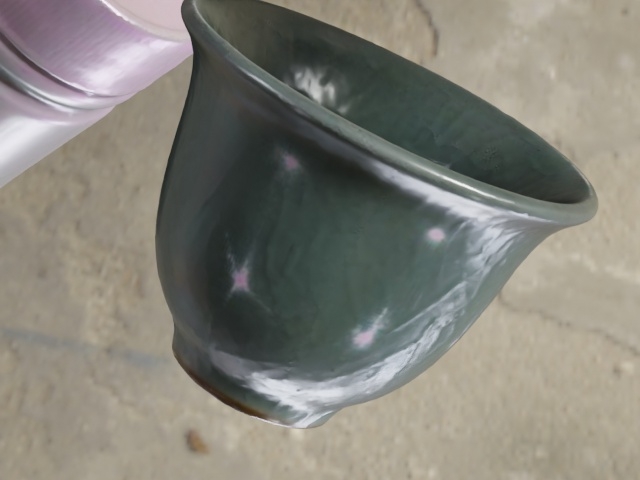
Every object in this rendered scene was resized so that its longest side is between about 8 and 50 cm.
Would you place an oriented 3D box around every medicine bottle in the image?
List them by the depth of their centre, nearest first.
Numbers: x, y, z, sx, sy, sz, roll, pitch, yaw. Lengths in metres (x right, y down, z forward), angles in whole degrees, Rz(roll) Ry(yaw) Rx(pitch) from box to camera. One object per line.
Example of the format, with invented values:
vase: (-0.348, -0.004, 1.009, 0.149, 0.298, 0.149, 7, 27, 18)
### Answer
medicine bottle: (-0.238, -0.153, 1.303, 0.316, 0.202, 0.202, -31, 120, 32)

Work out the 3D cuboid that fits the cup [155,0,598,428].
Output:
cup: (0.000, 0.000, 0.802, 0.199, 0.199, 0.150, 24, 106, -12)
